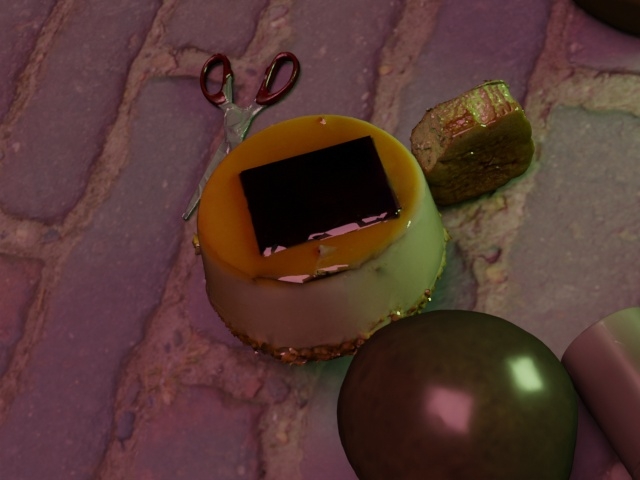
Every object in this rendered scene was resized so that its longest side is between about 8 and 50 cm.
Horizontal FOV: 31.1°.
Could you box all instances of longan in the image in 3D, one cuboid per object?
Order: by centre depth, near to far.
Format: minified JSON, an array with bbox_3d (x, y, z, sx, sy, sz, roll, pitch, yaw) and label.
[{"bbox_3d":[0.128,0.181,1.116,0.246,0.215,0.246,-25,52,35],"label":"longan"}]

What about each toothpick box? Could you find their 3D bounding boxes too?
[{"bbox_3d":[0.322,0.165,1.102,0.111,0.111,0.181,-32,55,4],"label":"toothpick box"}]

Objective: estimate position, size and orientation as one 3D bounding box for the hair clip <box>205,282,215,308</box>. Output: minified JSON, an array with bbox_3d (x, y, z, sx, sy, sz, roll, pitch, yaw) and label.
[{"bbox_3d":[-0.078,0.037,1.384,0.137,0.022,0.054,-26,54,8],"label":"hair clip"}]

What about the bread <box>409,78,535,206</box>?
[{"bbox_3d":[0.170,-0.110,1.298,0.140,0.128,0.069,-23,53,8],"label":"bread"}]

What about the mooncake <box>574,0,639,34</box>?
[{"bbox_3d":[0.393,-0.347,1.343,0.234,0.117,0.235,-9,58,15],"label":"mooncake"}]

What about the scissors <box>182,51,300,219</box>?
[{"bbox_3d":[-0.113,-0.137,1.495,0.144,0.017,0.248,2,66,24],"label":"scissors"}]

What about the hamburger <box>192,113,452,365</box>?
[{"bbox_3d":[0.000,0.000,1.268,0.276,0.179,0.294,-19,49,-2],"label":"hamburger"}]
